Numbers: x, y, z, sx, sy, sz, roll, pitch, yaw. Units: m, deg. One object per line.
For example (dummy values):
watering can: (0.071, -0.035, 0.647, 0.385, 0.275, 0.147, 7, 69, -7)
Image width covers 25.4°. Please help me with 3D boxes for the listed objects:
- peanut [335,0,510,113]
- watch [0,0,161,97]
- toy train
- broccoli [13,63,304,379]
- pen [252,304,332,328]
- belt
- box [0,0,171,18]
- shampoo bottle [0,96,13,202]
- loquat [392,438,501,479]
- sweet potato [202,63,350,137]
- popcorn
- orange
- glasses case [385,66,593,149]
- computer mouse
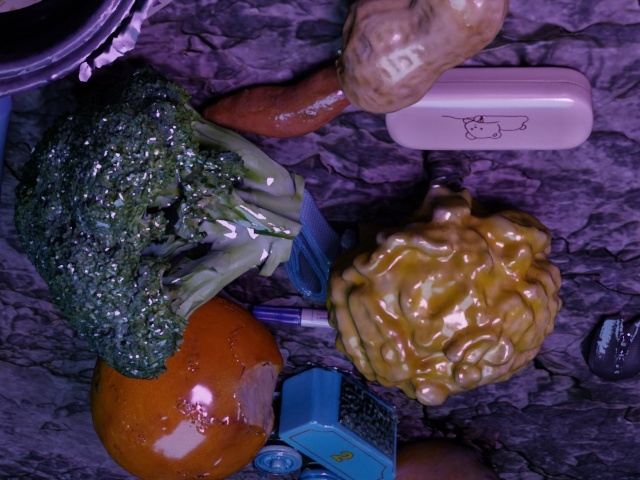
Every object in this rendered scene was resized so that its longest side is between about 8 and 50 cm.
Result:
peanut: (0.090, -0.191, 1.225, 0.103, 0.098, 0.229, 5, 149, -36)
watch: (-0.283, -0.233, 1.038, 0.327, 0.314, 0.335, -5, 114, -9)
toy train: (0.007, 0.258, 1.882, 0.163, 0.112, 0.203, -26, 136, 33)
broccoli: (-0.158, -0.015, 1.364, 0.275, 0.308, 0.308, 8, 146, -9)
pen: (0.018, 0.096, 1.720, 0.204, 0.025, 0.025, 5, 146, 4)
belt: (-0.001, 0.004, 1.557, 0.100, 0.065, 0.179, 2, 147, 24)
box: (-0.219, -0.236, 1.246, 0.141, 0.058, 0.201, 32, 139, -32)
shampoo bottle: (-0.369, -0.114, 1.447, 0.104, 0.061, 0.258, 14, 146, -9)
loquat: (0.144, 0.365, 1.952, 0.227, 0.179, 0.179, -28, 133, 32)
sweet potato: (-0.023, -0.131, 1.369, 0.202, 0.055, 0.058, -11, 152, 24)
popcorn: (0.124, 0.047, 1.468, 0.249, 0.249, 0.225, -15, 109, 29)
orange: (-0.159, 0.175, 1.682, 0.240, 0.240, 0.240, 5, 146, 3)
glasses case: (0.160, -0.125, 1.349, 0.196, 0.050, 0.083, 0, 143, 10)
computer mouse: (0.356, 0.133, 1.696, 0.079, 0.047, 0.135, 6, 144, -1)
